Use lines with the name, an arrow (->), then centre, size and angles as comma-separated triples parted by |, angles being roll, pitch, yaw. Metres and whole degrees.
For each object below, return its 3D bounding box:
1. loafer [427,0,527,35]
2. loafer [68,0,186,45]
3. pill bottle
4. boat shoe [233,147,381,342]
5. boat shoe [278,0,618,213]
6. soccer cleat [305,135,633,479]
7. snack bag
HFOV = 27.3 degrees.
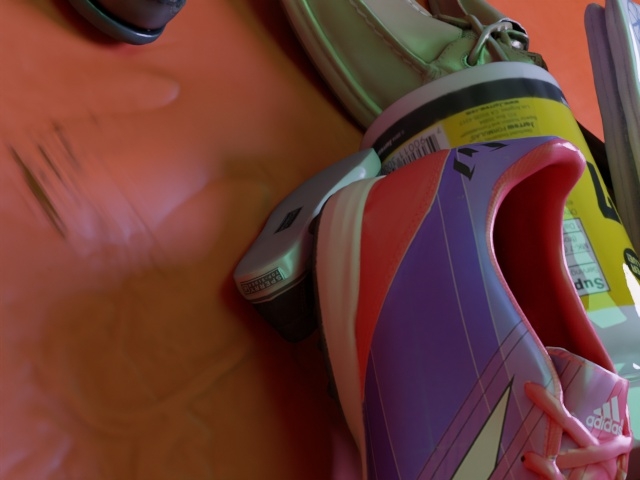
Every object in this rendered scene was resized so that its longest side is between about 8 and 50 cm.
loafer -> 0.122, -0.150, 0.961 | 0.056, 0.050, 0.148 | 18, 45, -48
loafer -> -0.100, -0.219, 0.664 | 0.096, 0.084, 0.268 | 26, 40, -42
pill bottle -> 0.105, 0.024, 0.676 | 0.119, 0.119, 0.209 | 12, 52, -51
boat shoe -> 0.000, 0.000, 0.628 | 0.040, 0.049, 0.142 | 59, 32, -15
boat shoe -> 0.094, -0.092, 0.805 | 0.302, 0.098, 0.109 | 44, 31, -21
soccer cleat -> 0.075, 0.108, 0.520 | 0.108, 0.116, 0.318 | 20, 55, -50
snack bag -> 0.256, 0.033, 0.843 | 0.323, 0.037, 0.343 | 5, 76, -60
